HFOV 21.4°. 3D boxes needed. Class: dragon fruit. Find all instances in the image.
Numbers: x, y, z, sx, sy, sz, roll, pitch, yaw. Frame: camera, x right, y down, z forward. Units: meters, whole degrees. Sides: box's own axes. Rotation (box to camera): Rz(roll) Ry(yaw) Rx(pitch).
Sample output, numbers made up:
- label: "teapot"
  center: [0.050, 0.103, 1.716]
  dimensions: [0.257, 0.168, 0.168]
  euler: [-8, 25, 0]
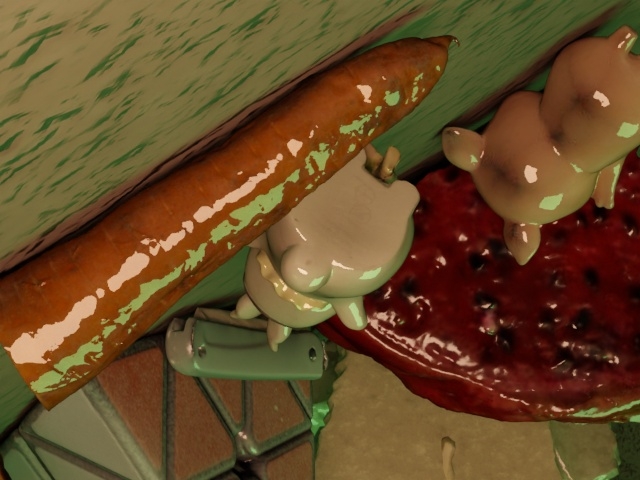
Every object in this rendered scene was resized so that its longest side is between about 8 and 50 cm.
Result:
- label: "dragon fruit"
  center: [0.156, 0.002, 1.172]
  dimensions: [0.240, 0.302, 0.330]
  euler: [-64, 180, 8]

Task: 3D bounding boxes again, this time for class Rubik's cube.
- label: "Rubik's cube"
  center: [-0.103, 0.156, 1.116]
  dimensions: [0.229, 0.233, 0.228]
  euler: [44, -60, 63]

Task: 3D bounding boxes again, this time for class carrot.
- label: "carrot"
  center: [-0.036, -0.019, 0.681]
  dimensions: [0.224, 0.057, 0.057]
  euler: [-36, 172, 0]

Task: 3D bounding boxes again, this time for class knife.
- label: "knife"
  center: [-0.046, 0.067, 1.083]
  dimensions: [0.023, 0.044, 0.162]
  euler: [-9, 170, 30]

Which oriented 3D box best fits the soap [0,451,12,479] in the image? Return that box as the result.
- label: "soap"
  center: [-0.304, 0.215, 0.853]
  dimensions: [0.324, 0.096, 0.204]
  euler: [-27, 169, -38]

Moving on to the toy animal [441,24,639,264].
- label: "toy animal"
  center: [0.140, -0.065, 0.983]
  dimensions: [0.150, 0.083, 0.089]
  euler: [-49, 153, 24]

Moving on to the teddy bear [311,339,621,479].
- label: "teddy bear"
  center: [0.102, 0.186, 1.534]
  dimensions: [0.327, 0.375, 0.362]
  euler: [7, 148, 1]

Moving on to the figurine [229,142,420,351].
- label: "figurine"
  center: [0.008, 0.006, 0.866]
  dimensions: [0.098, 0.081, 0.146]
  euler: [-31, 171, -17]
